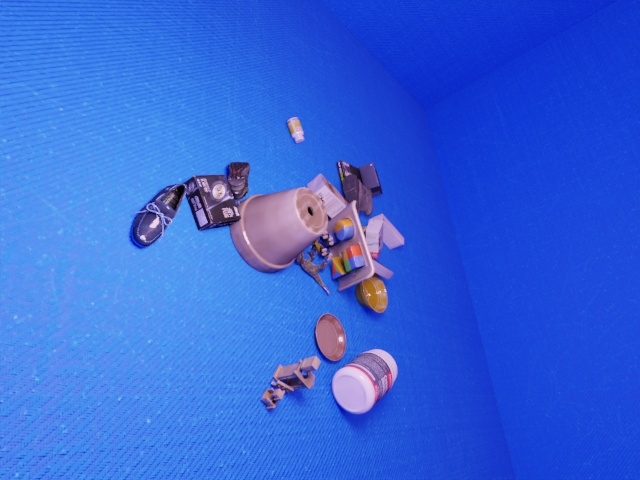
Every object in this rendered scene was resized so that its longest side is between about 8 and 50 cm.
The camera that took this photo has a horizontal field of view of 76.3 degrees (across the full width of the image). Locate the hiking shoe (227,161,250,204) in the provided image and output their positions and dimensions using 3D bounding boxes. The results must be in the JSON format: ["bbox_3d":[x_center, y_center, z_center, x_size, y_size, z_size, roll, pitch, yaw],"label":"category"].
[{"bbox_3d":[-0.324,-0.232,1.604,0.226,0.086,0.114,-91,-174,-56],"label":"hiking shoe"}]

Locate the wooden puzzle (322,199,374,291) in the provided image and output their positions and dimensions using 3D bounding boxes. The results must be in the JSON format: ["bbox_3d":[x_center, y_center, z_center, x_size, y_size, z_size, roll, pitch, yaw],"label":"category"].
[{"bbox_3d":[0.100,0.035,1.829,0.081,0.322,0.347,-5,75,-25],"label":"wooden puzzle"}]

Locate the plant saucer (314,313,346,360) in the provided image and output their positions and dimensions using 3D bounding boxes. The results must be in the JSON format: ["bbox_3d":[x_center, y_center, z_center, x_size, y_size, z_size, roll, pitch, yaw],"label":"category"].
[{"bbox_3d":[0.035,0.411,1.729,0.199,0.036,0.198,31,47,-40],"label":"plant saucer"}]

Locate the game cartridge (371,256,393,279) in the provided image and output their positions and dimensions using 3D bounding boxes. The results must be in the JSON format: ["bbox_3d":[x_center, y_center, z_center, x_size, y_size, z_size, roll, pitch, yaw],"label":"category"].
[{"bbox_3d":[0.235,0.102,2.062,0.297,0.062,0.198,31,9,-40],"label":"game cartridge"}]

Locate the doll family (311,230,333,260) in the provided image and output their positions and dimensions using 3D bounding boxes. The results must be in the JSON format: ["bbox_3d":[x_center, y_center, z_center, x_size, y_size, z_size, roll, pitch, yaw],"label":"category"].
[{"bbox_3d":[0.000,0.000,1.851,0.076,0.111,0.192,-9,120,-29],"label":"doll family"}]

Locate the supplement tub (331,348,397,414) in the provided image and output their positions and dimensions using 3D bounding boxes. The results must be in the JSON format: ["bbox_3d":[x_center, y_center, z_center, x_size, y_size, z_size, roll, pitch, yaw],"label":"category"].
[{"bbox_3d":[0.190,0.579,1.700,0.272,0.191,0.191,-13,81,-55],"label":"supplement tub"}]

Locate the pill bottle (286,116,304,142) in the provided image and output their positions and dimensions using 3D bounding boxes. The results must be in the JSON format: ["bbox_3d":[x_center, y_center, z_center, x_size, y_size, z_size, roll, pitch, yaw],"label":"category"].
[{"bbox_3d":[-0.123,-0.557,2.062,0.065,0.065,0.116,-11,80,-55],"label":"pill bottle"}]

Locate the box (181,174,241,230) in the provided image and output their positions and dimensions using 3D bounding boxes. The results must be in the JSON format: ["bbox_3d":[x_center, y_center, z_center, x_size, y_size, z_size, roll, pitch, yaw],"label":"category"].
[{"bbox_3d":[-0.386,-0.138,1.454,0.147,0.078,0.180,-15,82,-56],"label":"box"}]

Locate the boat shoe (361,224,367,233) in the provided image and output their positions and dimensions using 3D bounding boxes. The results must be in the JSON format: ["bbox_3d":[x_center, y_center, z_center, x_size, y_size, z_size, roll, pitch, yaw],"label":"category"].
[{"bbox_3d":[0.197,-0.032,2.174,0.074,0.080,0.223,23,26,14],"label":"boat shoe"}]

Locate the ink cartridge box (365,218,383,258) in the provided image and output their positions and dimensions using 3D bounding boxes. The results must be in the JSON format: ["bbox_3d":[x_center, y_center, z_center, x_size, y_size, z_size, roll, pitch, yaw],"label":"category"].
[{"bbox_3d":[0.294,-0.011,2.218,0.127,0.073,0.175,-60,153,-49],"label":"ink cartridge box"}]

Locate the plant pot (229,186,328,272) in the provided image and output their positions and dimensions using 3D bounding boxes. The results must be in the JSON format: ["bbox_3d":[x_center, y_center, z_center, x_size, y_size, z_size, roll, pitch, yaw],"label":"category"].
[{"bbox_3d":[-0.134,-0.064,1.572,0.323,0.281,0.322,31,47,-41],"label":"plant pot"}]

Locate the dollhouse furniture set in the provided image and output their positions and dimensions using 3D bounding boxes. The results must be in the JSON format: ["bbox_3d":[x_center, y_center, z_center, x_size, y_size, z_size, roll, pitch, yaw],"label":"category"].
[{"bbox_3d":[-0.082,0.504,1.390,0.101,0.182,0.161,54,36,-17],"label":"dollhouse furniture set"}]

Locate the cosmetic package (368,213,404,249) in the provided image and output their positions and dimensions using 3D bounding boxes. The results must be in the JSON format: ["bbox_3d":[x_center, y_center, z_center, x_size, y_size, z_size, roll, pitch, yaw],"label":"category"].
[{"bbox_3d":[0.392,-0.051,2.423,0.239,0.099,0.060,44,38,-30],"label":"cosmetic package"}]

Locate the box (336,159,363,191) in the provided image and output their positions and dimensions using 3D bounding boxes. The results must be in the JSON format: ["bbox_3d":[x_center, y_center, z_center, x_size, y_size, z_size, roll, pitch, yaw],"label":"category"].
[{"bbox_3d":[0.177,-0.355,2.361,0.191,0.045,0.184,12,64,-50],"label":"box"}]

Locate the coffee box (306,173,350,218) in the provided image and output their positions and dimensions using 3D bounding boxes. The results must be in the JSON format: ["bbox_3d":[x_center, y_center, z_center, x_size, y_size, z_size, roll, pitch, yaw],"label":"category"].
[{"bbox_3d":[0.053,-0.196,2.019,0.246,0.098,0.141,42,20,-32],"label":"coffee box"}]

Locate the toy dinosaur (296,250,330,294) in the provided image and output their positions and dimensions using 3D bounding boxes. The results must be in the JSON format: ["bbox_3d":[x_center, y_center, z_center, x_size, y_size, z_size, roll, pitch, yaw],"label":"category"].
[{"bbox_3d":[-0.026,0.116,1.807,0.268,0.064,0.118,50,43,-28],"label":"toy dinosaur"}]

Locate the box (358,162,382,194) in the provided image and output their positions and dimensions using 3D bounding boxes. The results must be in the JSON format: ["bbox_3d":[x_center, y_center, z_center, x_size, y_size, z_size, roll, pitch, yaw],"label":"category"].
[{"bbox_3d":[0.304,-0.360,2.448,0.158,0.093,0.155,38,38,-69],"label":"box"}]

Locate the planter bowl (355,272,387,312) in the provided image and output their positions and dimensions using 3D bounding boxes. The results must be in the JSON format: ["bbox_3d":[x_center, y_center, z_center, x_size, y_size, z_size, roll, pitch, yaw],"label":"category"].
[{"bbox_3d":[0.239,0.265,2.038,0.217,0.090,0.217,31,47,-40],"label":"planter bowl"}]

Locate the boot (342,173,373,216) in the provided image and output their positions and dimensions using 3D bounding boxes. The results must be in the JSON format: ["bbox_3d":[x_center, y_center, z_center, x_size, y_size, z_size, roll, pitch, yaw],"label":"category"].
[{"bbox_3d":[0.214,-0.177,2.223,0.223,0.118,0.337,32,61,-47],"label":"boot"}]

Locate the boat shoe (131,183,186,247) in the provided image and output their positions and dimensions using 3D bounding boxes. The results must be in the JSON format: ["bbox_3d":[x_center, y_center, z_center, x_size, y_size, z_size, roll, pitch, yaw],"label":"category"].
[{"bbox_3d":[-0.501,-0.096,1.267,0.109,0.089,0.258,40,43,-33],"label":"boat shoe"}]
